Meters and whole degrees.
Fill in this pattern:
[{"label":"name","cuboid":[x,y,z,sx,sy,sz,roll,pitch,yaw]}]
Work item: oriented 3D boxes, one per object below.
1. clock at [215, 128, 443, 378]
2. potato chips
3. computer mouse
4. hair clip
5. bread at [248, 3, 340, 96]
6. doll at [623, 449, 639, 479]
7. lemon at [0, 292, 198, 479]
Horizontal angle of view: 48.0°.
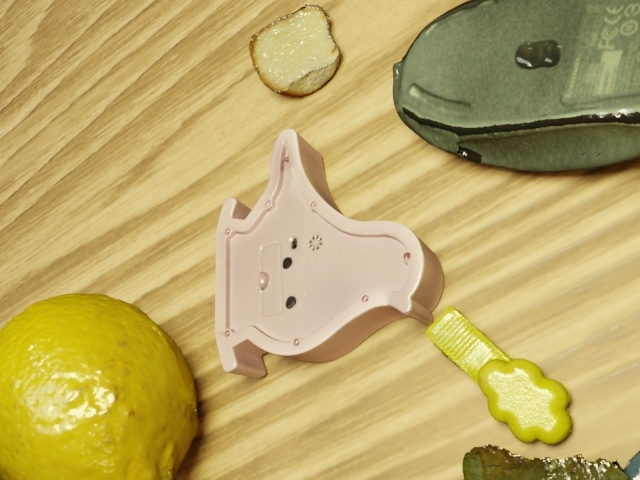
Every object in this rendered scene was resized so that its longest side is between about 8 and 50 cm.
[{"label":"clock","cuboid":[0.000,0.000,0.876,0.275,0.080,0.290,-16,66,24]},{"label":"potato chips","cuboid":[0.227,0.253,0.662,0.209,0.026,0.142,42,112,32]},{"label":"computer mouse","cuboid":[0.252,-0.171,0.772,0.373,0.114,0.203,12,81,41]},{"label":"hair clip","cuboid":[0.184,0.137,0.738,0.072,0.046,0.173,-49,57,10]},{"label":"bread","cuboid":[-0.032,-0.263,1.015,0.126,0.044,0.129,-26,58,12]},{"label":"doll","cuboid":[0.292,0.221,0.657,0.037,0.027,0.125,40,97,35]},{"label":"lemon","cuboid":[-0.278,0.199,0.864,0.310,0.253,0.253,40,94,34]}]
